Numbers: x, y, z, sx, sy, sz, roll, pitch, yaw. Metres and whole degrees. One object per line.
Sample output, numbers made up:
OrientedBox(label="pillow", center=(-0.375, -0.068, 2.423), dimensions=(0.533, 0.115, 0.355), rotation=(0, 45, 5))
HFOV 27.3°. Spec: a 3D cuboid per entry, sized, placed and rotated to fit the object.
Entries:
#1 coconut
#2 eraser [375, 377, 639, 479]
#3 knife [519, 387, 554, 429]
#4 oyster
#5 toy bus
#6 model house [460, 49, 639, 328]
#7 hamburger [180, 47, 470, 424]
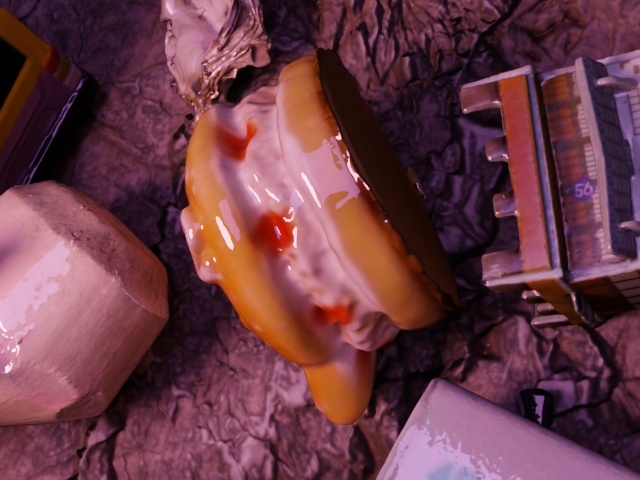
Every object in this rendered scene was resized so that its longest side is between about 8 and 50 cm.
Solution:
OrientedBox(label="coconut", center=(-0.265, 0.069, 1.245), dimensions=(0.234, 0.224, 0.224), rotation=(-43, 67, -3))
OrientedBox(label="eraser", center=(0.181, 0.255, 1.088), dimensions=(0.290, 0.104, 0.189), rotation=(25, 84, 15))
OrientedBox(label="knife", center=(0.168, 0.243, 1.158), dimensions=(0.060, 0.028, 0.230), rotation=(3, 81, 21))
OrientedBox(label="oyster", center=(-0.109, -0.203, 1.356), dimensions=(0.163, 0.081, 0.191), rotation=(25, 100, 47))
OrientedBox(label="toy bus", center=(-0.489, -0.187, 1.371), dimensions=(0.440, 0.249, 0.209), rotation=(25, 84, 23))
OrientedBox(label="model house", center=(0.252, -0.048, 1.116), dimensions=(0.215, 0.198, 0.224), rotation=(-11, 70, 19))
OrientedBox(label="hamburger", center=(0.000, 0.000, 1.173), dimensions=(0.186, 0.261, 0.302), rotation=(-31, 109, 14))
